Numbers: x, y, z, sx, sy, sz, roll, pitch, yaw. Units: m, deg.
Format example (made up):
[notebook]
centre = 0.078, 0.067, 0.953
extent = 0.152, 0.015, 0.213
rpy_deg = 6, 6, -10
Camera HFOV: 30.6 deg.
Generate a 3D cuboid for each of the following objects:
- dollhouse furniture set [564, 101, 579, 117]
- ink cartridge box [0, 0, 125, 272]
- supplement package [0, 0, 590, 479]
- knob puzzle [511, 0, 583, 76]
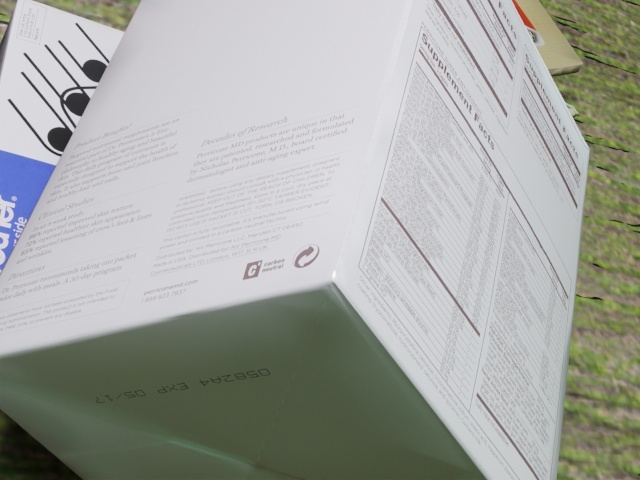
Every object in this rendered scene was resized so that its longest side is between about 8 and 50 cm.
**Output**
[dollhouse furniture set]
centre = 0.103, -0.078, 0.829
extent = 0.151, 0.076, 0.059
rpy_deg = -21, 74, -39
[ink cartridge box]
centre = -0.145, -0.037, 0.663
extent = 0.097, 0.046, 0.207
rpy_deg = 16, 53, -21
[supplement package]
centre = 0.000, 0.000, 0.583
extent = 0.198, 0.199, 0.263
rpy_deg = 52, 39, -35
[knob puzzle]
centre = 0.083, -0.177, 0.911
extent = 0.213, 0.030, 0.213
rpy_deg = 10, 49, -12
